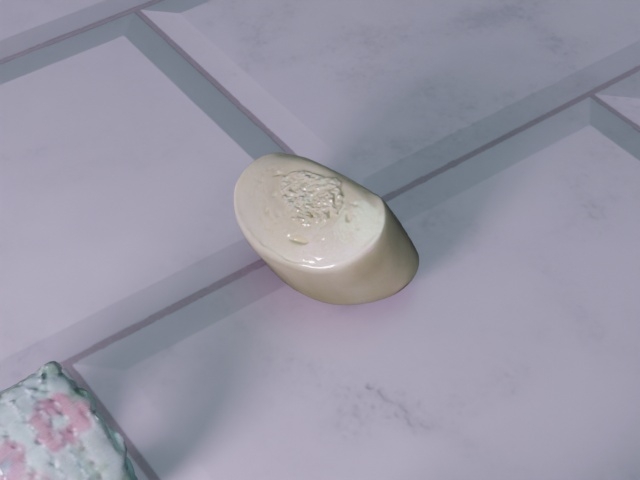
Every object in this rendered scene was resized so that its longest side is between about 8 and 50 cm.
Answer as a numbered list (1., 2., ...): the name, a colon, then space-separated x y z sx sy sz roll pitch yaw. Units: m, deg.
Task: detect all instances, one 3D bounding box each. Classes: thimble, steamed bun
1. thimble: -0.325 0.257 1.470 0.149 0.211 0.185 -32 24 -26
2. steamed bun: 0.000 0.000 1.741 0.250 0.200 0.155 28 75 28
